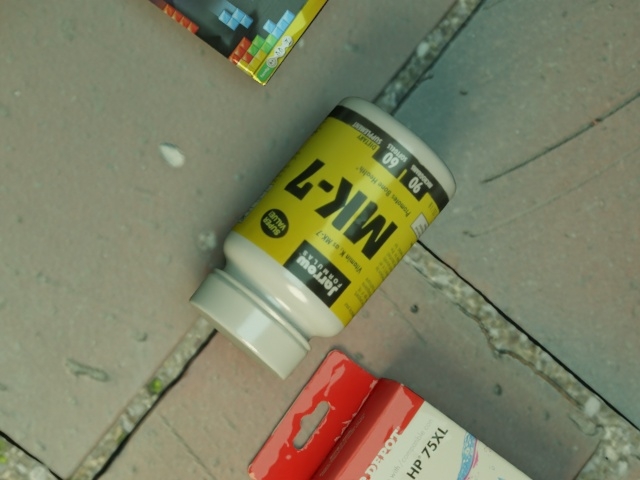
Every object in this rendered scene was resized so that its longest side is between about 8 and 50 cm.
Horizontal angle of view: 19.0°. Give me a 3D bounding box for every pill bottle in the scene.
[{"bbox_3d":[0.000,0.000,1.501,0.119,0.119,0.208,41,82,-9],"label":"pill bottle"}]

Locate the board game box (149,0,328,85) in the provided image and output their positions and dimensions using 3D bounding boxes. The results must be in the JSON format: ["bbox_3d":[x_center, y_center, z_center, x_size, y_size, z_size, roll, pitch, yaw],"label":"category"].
[{"bbox_3d":[-0.051,-0.232,1.510,0.141,0.048,0.170,35,96,-10],"label":"board game box"}]

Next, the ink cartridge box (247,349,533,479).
[{"bbox_3d":[0.072,0.205,1.535,0.231,0.078,0.134,36,83,-9],"label":"ink cartridge box"}]
